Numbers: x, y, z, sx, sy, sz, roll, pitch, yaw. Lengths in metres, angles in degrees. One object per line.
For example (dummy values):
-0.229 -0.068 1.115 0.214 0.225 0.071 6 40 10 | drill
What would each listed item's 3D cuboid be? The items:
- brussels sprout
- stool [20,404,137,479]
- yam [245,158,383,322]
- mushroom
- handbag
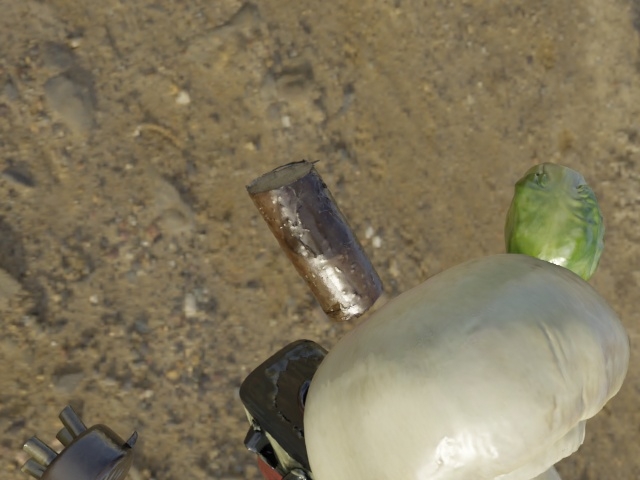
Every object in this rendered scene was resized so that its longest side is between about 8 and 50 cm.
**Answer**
0.272 -0.009 1.161 0.155 0.117 0.155 17 90 -78 | brussels sprout
-0.328 0.313 1.273 0.217 0.121 0.125 -53 170 -10 | stool
-0.001 0.001 1.643 0.279 0.131 0.131 58 45 -17 | yam
0.120 0.140 0.731 0.234 0.254 0.260 57 8 8 | mushroom
0.008 0.260 1.291 0.181 0.254 0.181 -36 136 -23 | handbag
